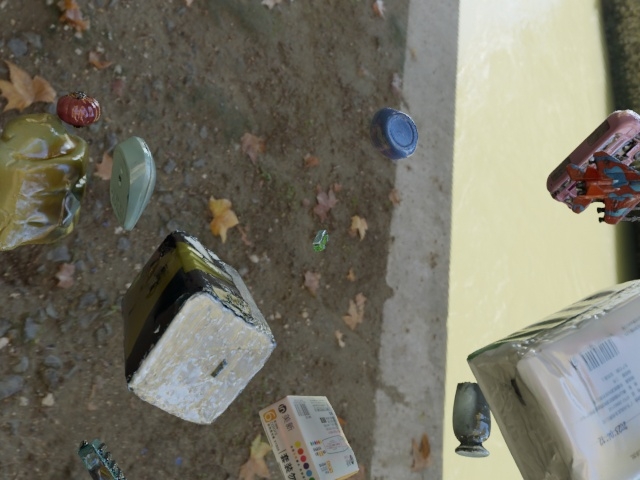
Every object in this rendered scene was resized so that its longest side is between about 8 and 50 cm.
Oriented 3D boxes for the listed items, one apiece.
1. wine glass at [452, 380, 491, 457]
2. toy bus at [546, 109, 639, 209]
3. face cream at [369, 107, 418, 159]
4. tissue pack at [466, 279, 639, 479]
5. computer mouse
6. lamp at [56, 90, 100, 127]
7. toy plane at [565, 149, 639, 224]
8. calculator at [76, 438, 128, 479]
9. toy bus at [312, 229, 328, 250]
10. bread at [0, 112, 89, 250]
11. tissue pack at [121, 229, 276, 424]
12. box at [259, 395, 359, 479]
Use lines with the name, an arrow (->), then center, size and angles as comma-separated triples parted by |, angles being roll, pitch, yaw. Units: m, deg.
wine glass -> 0.437, 0.518, 1.608 | 0.111, 0.111, 0.205 | 33, 50, -35
toy bus -> 0.510, -0.145, 1.020 | 0.090, 0.203, 0.063 | 26, 40, -11
face cream -> 0.193, -0.293, 1.545 | 0.083, 0.264, 0.149 | -27, 98, -2
tissue pack -> 0.470, 0.245, 0.943 | 0.356, 0.194, 0.266 | -20, 80, -21
computer mouse -> -0.517, -0.159, 1.550 | 0.097, 0.288, 0.159 | -14, 59, -34
lamp -> -0.629, -0.340, 1.447 | 0.107, 0.107, 0.092 | -23, 135, -46
toy plane -> 0.467, -0.077, 0.821 | 0.061, 0.189, 0.130 | 85, 9, -62
calculator -> -0.560, 0.651, 1.500 | 0.058, 0.248, 0.274 | -32, 86, -25
toy bus -> 0.000, 0.000, 1.730 | 0.083, 0.031, 0.037 | -66, 144, -53
bread -> -0.719, -0.153, 1.445 | 0.300, 0.210, 0.341 | -50, 163, -76
tissue pack -> -0.303, 0.183, 1.310 | 0.253, 0.416, 0.264 | 38, 93, -27
box -> -0.021, 0.495, 1.361 | 0.221, 0.091, 0.274 | 64, 13, 25
